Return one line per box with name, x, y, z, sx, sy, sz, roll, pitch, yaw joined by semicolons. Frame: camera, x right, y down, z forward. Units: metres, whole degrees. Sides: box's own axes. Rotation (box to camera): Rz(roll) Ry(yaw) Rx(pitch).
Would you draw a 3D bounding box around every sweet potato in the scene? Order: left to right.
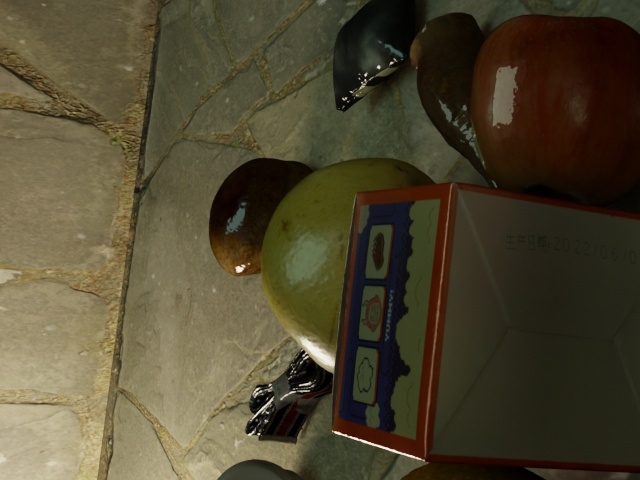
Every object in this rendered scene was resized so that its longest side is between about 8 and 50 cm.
sweet potato;0.223;-0.209;1.780;0.131;0.131;0.337;-55;35;44

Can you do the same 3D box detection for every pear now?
pear;0.073;0.043;1.785;0.348;0.348;0.348;-31;55;59

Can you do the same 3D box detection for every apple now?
apple;0.307;-0.160;1.461;0.242;0.242;0.241;-6;79;64

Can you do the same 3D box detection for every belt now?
belt;-0.041;0.290;2.231;0.359;0.094;0.126;-50;39;48

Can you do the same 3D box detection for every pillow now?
pillow;0.098;-0.366;2.123;0.250;0.106;0.186;-34;46;56

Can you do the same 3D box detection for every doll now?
doll;-0.114;0.546;2.236;0.251;0.221;0.221;40;123;29

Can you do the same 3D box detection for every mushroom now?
mushroom;-0.134;-0.045;2.405;0.263;0.195;0.283;-91;22;-47

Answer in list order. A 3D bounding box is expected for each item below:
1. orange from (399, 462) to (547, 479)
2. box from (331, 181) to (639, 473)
orange;0.235;0.383;1.438;0.196;0.262;0.334;-51;21;-12
box;0.226;0.110;1.421;0.257;0.348;0.319;-4;80;64
